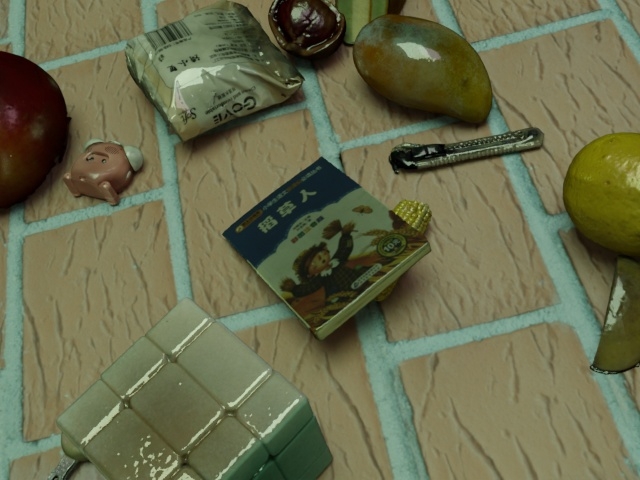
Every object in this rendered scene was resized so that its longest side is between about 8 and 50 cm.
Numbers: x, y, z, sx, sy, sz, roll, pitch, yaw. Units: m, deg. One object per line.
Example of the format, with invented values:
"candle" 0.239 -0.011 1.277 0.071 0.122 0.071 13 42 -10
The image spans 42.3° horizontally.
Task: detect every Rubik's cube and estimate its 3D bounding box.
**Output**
"Rubik's cube" -0.209 0.356 1.472 0.318 0.322 0.316 36 71 28

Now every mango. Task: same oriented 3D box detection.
"mango" 0.248 -0.413 1.985 0.384 0.199 0.221 37 63 16

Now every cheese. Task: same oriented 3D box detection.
"cheese" -0.479 0.413 1.653 0.092 0.048 0.171 1 56 15

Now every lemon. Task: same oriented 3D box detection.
"lemon" 0.626 -0.089 1.645 0.245 0.245 0.319 -40 42 -16

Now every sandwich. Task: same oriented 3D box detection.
"sandwich" 0.144 -0.652 2.220 0.155 0.228 0.198 11 24 20

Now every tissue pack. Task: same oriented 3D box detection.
"tissue pack" -0.279 -0.445 2.107 0.375 0.195 0.390 -26 56 -12

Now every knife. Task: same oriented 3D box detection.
"knife" 0.338 -0.220 1.923 0.364 0.043 0.089 -9 56 4

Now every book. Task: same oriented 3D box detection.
"book" 0.000 0.000 1.771 0.300 0.039 0.428 -39 43 -9

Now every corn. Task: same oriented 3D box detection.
"corn" 0.153 0.019 1.767 0.093 0.093 0.244 22 62 24

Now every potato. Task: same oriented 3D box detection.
"potato" 0.608 0.129 1.596 0.120 0.100 0.261 12 60 19

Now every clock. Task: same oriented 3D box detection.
"clock" -0.536 -0.185 2.045 0.165 0.093 0.162 13 57 20

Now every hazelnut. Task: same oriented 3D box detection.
"hazelnut" -0.030 -0.556 2.145 0.201 0.160 0.170 20 95 28

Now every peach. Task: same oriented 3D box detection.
"peach" -0.813 -0.293 2.045 0.334 0.310 0.406 1 57 16
